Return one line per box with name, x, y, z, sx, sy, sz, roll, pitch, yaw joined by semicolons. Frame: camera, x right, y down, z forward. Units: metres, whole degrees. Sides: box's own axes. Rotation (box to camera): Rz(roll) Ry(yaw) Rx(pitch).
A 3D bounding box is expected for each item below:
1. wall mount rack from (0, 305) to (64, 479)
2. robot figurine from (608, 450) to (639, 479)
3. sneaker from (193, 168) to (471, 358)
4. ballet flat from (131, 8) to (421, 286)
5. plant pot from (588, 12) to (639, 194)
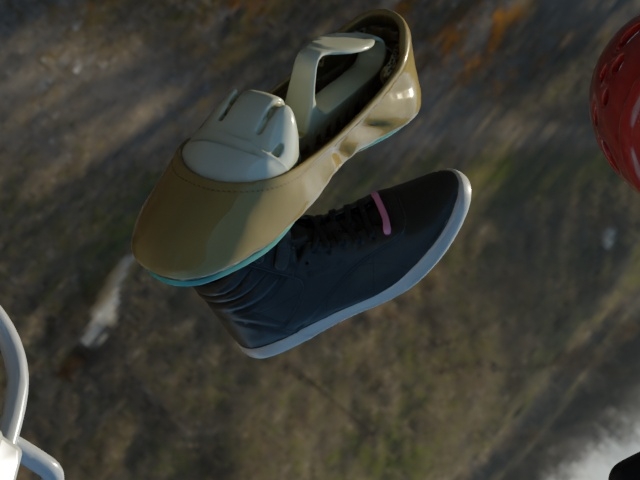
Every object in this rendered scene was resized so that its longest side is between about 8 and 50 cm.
wall mount rack;-0.279;0.141;0.672;0.130;0.304;0.350;-35;-149;31
robot figurine;0.367;0.176;1.106;0.278;0.173;0.209;-24;-172;-6
sneaker;0.000;0.000;1.379;0.296;0.104;0.147;-33;135;17
ballet flat;-0.022;-0.061;0.747;0.232;0.080;0.073;-43;144;-46
plant pot;0.338;-0.108;1.243;0.191;0.191;0.174;-54;-174;19
